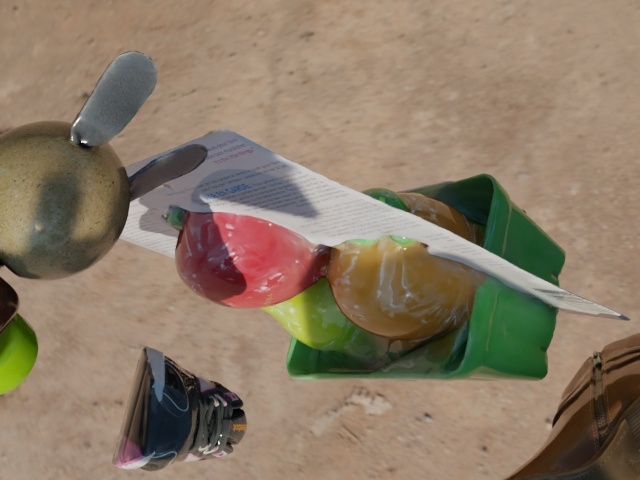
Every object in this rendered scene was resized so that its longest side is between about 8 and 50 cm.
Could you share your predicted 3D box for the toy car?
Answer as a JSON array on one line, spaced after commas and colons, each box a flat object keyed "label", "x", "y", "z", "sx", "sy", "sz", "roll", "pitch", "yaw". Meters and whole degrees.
[{"label": "toy car", "x": -0.158, "y": -0.030, "z": 0.622, "sx": 0.188, "sy": 0.155, "sz": 0.149, "roll": -30, "pitch": 58, "yaw": 0}]

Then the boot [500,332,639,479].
[{"label": "boot", "x": 0.183, "y": 0.147, "z": 0.842, "sx": 0.197, "sy": 0.152, "sz": 0.073, "roll": -28, "pitch": 107, "yaw": 11}]

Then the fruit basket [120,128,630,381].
[{"label": "fruit basket", "x": 0.000, "y": 0.000, "z": 0.886, "sx": 0.353, "sy": 0.327, "sz": 0.165, "roll": 28, "pitch": 70, "yaw": -27}]

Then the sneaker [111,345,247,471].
[{"label": "sneaker", "x": -0.081, "y": 0.105, "z": 0.720, "sx": 0.077, "sy": 0.178, "sz": 0.072, "roll": 14, "pitch": 88, "yaw": -7}]
